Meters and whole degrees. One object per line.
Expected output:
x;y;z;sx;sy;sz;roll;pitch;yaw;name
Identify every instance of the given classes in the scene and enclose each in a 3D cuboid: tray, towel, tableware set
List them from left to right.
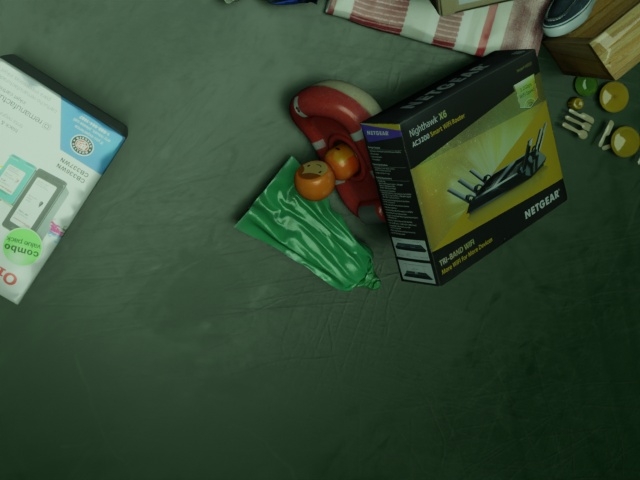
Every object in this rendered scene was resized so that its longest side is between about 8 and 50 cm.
0.192;-0.406;1.804;0.329;0.037;0.237;13;99;-9;towel
0.450;-0.192;1.888;0.154;0.024;0.104;24;92;-11;tableware set
0.532;-0.388;1.774;0.411;0.203;0.076;-39;104;-1;tray

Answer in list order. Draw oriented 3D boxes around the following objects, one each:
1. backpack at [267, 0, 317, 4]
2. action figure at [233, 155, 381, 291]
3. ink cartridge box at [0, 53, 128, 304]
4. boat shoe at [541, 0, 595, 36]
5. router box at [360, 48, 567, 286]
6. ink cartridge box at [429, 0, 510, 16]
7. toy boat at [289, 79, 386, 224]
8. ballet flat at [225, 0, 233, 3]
-0.028;-0.382;1.740;0.120;0.101;0.098;-8;93;25;backpack
0.000;0.000;1.826;0.232;0.063;0.137;40;90;-9;action figure
-0.419;-0.088;1.675;0.198;0.197;0.270;32;94;-12;ink cartridge box
0.373;-0.383;1.791;0.183;0.065;0.083;-49;128;-25;boat shoe
0.213;-0.110;1.743;0.309;0.081;0.243;-32;115;-36;router box
0.248;-0.403;1.688;0.234;0.193;0.088;-13;120;-4;ink cartridge box
0.024;-0.111;1.754;0.151;0.151;0.231;-35;103;-27;toy boat
-0.126;-0.458;1.723;0.077;0.091;0.241;12;94;13;ballet flat
